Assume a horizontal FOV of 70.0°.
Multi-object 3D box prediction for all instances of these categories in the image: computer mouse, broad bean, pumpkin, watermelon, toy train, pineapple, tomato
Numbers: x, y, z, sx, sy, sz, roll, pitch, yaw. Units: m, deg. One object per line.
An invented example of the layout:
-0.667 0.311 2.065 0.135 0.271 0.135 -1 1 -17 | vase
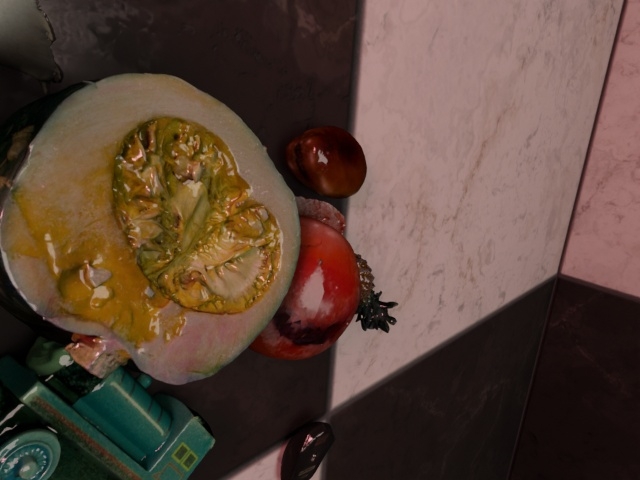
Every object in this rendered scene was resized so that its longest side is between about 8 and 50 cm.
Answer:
-0.034 0.425 0.916 0.099 0.057 0.172 3 115 -48 | computer mouse
0.018 -0.123 0.726 0.165 0.084 0.114 -11 111 -50 | broad bean
-0.189 -0.006 0.460 0.293 0.197 0.263 55 50 -38 | pumpkin
-0.007 -0.001 0.753 0.081 0.094 0.180 -37 144 -35 | watermelon
-0.270 0.234 0.554 0.194 0.120 0.298 -49 135 -31 | toy train
0.074 0.093 0.857 0.083 0.103 0.221 -53 135 -18 | pineapple
-0.042 0.066 0.648 0.208 0.184 0.208 -3 101 -14 | tomato

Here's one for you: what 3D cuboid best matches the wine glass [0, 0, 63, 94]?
-0.330 -0.154 0.314 0.232 0.156 0.156 -32 126 -31 | wine glass
